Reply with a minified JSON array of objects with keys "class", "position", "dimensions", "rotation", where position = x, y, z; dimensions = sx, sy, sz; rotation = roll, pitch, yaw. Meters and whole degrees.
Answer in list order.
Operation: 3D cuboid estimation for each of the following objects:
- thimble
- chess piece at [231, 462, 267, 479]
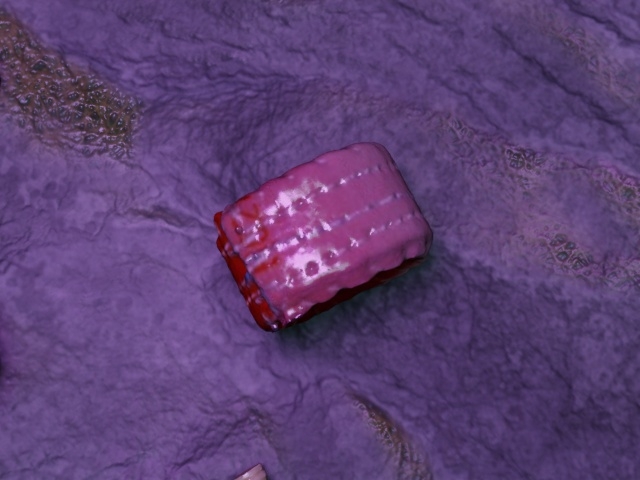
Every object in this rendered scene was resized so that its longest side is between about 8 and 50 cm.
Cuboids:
[{"class":"thimble","position":[0.004,-0.001,0.928],"dimensions":[0.190,0.163,0.125],"rotation":[-24,81,-17]},{"class":"chess piece","position":[-0.049,0.264,0.950],"dimensions":[0.035,0.035,0.092],"rotation":[-31,85,-4]}]
